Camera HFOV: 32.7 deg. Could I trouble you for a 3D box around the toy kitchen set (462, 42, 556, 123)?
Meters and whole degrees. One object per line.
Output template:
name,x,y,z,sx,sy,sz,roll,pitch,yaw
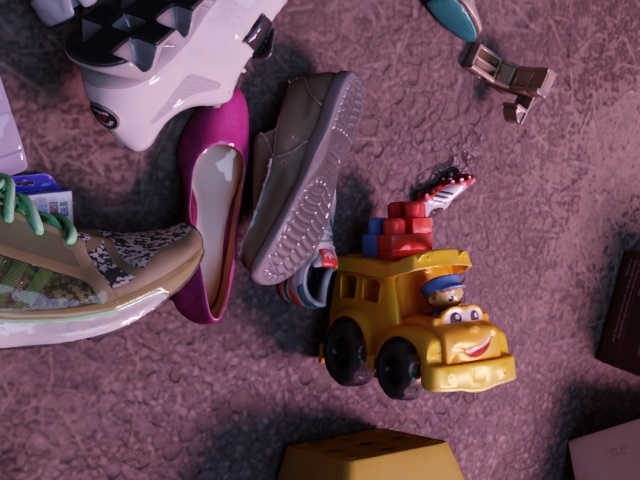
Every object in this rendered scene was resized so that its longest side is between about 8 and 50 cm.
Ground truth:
toy kitchen set,0.221,-0.188,1.310,0.075,0.083,0.068,27,86,-33

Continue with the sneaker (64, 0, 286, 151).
sneaker,-0.109,-0.217,1.095,0.330,0.122,0.146,-43,144,-27

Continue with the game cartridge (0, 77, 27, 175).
game cartridge,-0.395,-0.167,0.959,0.196,0.060,0.294,-23,112,-21

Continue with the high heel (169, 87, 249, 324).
high heel,-0.105,-0.037,1.125,0.082,0.117,0.244,19,91,-33

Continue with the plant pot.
plant pot,0.060,0.327,1.268,0.212,0.212,0.187,-4,90,-31

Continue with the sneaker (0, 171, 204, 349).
sneaker,-0.291,-0.001,0.966,0.410,0.158,0.182,-10,105,-32

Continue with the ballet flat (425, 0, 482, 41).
ballet flat,0.138,-0.298,1.255,0.168,0.057,0.052,38,71,-32

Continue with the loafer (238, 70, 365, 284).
loafer,-0.032,-0.071,1.177,0.251,0.087,0.094,-67,154,-14

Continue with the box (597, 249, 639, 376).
box,0.525,0.123,1.497,0.167,0.203,0.169,13,95,-33

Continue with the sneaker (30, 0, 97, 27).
sneaker,-0.179,-0.333,1.028,0.292,0.110,0.118,-45,111,-16

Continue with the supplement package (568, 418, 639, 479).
supplement package,0.526,0.349,1.528,0.292,0.177,0.175,7,65,-32

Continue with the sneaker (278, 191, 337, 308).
sneaker,0.000,0.000,1.222,0.057,0.075,0.161,7,97,-33

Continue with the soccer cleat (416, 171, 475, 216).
soccer cleat,0.154,-0.057,1.334,0.083,0.029,0.036,-26,122,-21

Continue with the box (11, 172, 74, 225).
box,-0.285,0.004,1.078,0.081,0.028,0.136,-9,108,-30

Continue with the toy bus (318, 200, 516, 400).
toy bus,0.108,0.062,1.226,0.149,0.220,0.212,-1,95,-34
